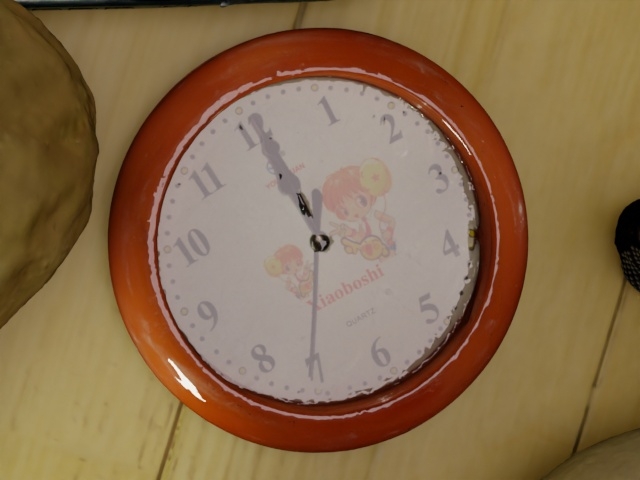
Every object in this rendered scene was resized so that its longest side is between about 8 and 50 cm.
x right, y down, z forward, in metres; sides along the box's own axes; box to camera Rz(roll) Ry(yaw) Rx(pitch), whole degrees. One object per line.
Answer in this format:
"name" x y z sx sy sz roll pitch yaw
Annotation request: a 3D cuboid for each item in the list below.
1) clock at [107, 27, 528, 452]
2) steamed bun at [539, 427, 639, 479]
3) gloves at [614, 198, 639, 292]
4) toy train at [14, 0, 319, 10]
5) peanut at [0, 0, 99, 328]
"clock" 0.000 0.000 0.946 0.205 0.051 0.205 0 92 -9
"steamed bun" 0.196 0.225 0.925 0.283 0.177 0.283 0 92 -11
"gloves" 0.218 0.010 0.921 0.106 0.180 0.129 -37 98 -8
"toy train" -0.077 -0.135 0.930 0.234 0.051 0.052 -3 92 -14
"peanut" -0.224 0.065 0.848 0.192 0.169 0.387 30 86 -16
